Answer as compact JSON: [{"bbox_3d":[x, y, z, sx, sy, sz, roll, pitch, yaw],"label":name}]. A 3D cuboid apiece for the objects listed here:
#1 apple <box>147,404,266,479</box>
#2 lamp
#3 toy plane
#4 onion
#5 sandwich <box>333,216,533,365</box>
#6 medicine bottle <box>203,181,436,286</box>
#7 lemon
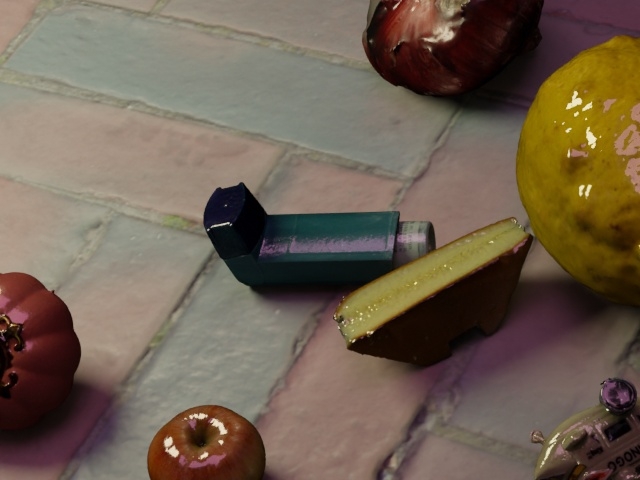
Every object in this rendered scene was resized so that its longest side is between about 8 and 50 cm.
[{"bbox_3d":[-0.118,0.234,1.868,0.126,0.102,0.126,-6,40,5],"label":"apple"},{"bbox_3d":[-0.353,0.123,2.001,0.182,0.140,0.182,0,92,12],"label":"lamp"},{"bbox_3d":[0.344,0.182,1.821,0.286,0.092,0.108,-28,68,-12],"label":"toy plane"},{"bbox_3d":[0.188,-0.283,2.258,0.272,0.195,0.272,-39,28,26],"label":"onion"},{"bbox_3d":[0.131,0.067,1.982,0.244,0.088,0.090,-28,38,-8],"label":"sandwich"},{"bbox_3d":[0.000,0.000,2.051,0.258,0.124,0.079,1,44,11],"label":"medicine bottle"},{"bbox_3d":[0.346,-0.069,1.935,0.285,0.285,0.316,5,65,18],"label":"lemon"}]
